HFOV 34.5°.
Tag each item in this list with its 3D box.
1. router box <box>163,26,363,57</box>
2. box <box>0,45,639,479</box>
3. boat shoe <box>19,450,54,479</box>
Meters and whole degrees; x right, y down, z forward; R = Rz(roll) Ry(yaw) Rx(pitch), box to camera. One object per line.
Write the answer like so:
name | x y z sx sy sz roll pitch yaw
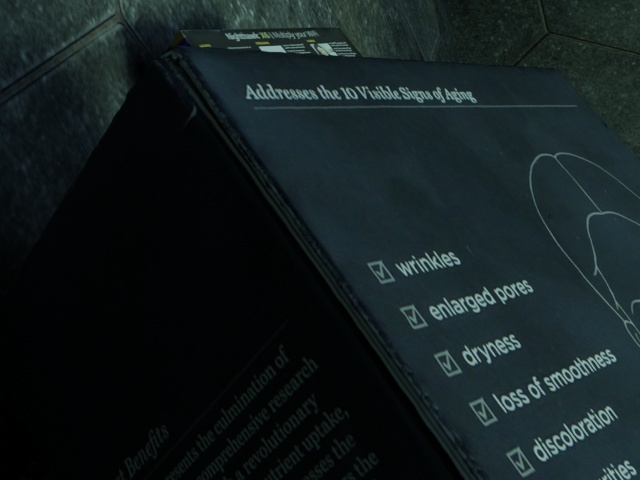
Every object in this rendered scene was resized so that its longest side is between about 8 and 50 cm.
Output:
router box | -0.013 -0.128 1.174 0.243 0.081 0.309 54 34 14
box | 0.112 0.132 0.724 0.480 0.297 0.471 -9 58 -50
boat shoe | -0.162 0.186 0.746 0.104 0.111 0.307 37 37 -53
